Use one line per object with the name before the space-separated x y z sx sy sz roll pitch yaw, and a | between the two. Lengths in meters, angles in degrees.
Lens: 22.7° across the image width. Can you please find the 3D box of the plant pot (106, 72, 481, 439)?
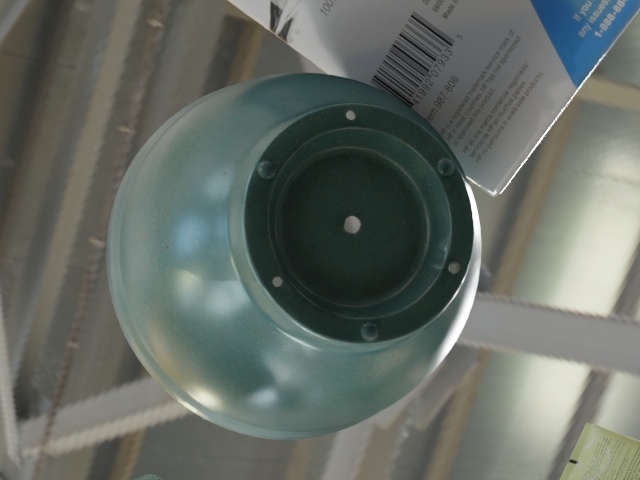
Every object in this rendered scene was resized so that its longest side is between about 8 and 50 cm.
plant pot | 0.000 0.000 1.200 0.293 0.196 0.293 3 -99 -17

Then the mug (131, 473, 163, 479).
mug | -0.149 0.256 1.202 0.097 0.158 0.129 -24 -98 -27

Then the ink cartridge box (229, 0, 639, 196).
ink cartridge box | 0.078 -0.275 1.292 0.166 0.395 0.285 -49 -6 -47

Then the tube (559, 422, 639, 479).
tube | 0.333 0.229 1.443 0.070 0.240 0.062 -16 -66 -55
